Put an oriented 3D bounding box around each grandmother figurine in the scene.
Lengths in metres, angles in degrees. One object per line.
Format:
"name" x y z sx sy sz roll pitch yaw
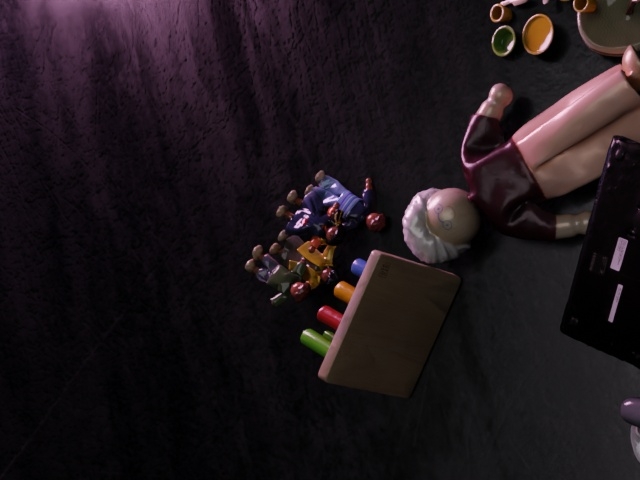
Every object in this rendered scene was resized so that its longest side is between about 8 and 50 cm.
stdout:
"grandmother figurine" 0.240 -0.088 1.696 0.342 0.104 0.208 -34 62 17

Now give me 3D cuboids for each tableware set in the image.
"tableware set" 0.257 -0.271 1.718 0.154 0.024 0.104 -8 81 48

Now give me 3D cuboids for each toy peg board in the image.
"toy peg board" 0.062 0.089 1.738 0.079 0.161 0.160 28 97 41

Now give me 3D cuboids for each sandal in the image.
"sandal" 0.415 -0.309 1.632 0.303 0.086 0.120 -27 72 27

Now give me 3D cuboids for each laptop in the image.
"laptop" 0.425 0.034 1.590 0.264 0.136 0.234 24 106 44

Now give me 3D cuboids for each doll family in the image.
"doll family" 0.000 0.000 1.820 0.111 0.076 0.193 32 96 31

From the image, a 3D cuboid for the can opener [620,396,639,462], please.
"can opener" 0.460 0.214 1.558 0.280 0.093 0.074 3 85 22
